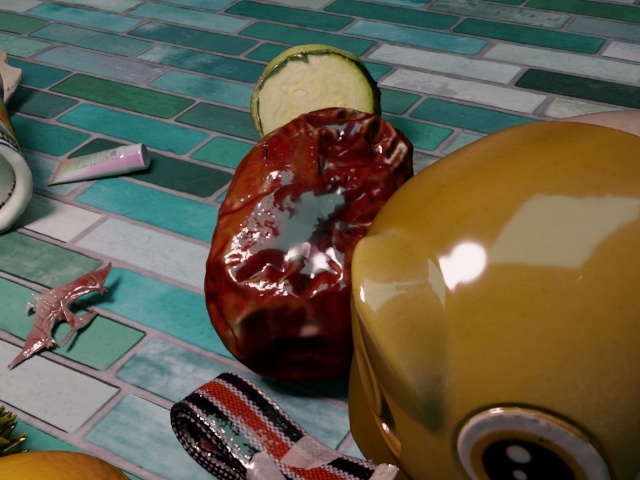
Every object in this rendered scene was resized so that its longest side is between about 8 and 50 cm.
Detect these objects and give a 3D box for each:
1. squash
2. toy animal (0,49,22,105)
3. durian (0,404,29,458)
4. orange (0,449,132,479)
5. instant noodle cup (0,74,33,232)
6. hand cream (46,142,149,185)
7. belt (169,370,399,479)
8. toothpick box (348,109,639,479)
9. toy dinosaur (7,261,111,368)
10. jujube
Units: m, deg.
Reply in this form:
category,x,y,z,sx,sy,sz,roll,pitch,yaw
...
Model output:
category,x,y,z,sx,sy,sz,roll,pitch,yaw
squash,-0.009,-0.246,1.581,0.220,0.220,0.133,-5,38,-1
toy animal,-0.754,-0.280,1.797,0.266,0.188,0.308,28,31,8
durian,-0.440,0.274,0.941,0.198,0.163,0.394,9,43,22
orange,-0.259,0.297,0.825,0.236,0.236,0.236,-3,35,2
instant noodle cup,-0.611,-0.157,1.502,0.284,0.284,0.312,-22,46,-23
hand cream,-0.387,-0.133,1.616,0.174,0.047,0.076,-10,35,7
belt,-0.026,0.247,0.970,0.094,0.126,0.359,-39,41,-26
toothpick box,0.238,0.088,0.915,0.425,0.409,0.409,-13,36,-7
toy dinosaur,-0.361,0.099,1.284,0.108,0.032,0.220,19,50,24
jujube,-0.001,-0.001,1.195,0.277,0.276,0.377,4,39,11
